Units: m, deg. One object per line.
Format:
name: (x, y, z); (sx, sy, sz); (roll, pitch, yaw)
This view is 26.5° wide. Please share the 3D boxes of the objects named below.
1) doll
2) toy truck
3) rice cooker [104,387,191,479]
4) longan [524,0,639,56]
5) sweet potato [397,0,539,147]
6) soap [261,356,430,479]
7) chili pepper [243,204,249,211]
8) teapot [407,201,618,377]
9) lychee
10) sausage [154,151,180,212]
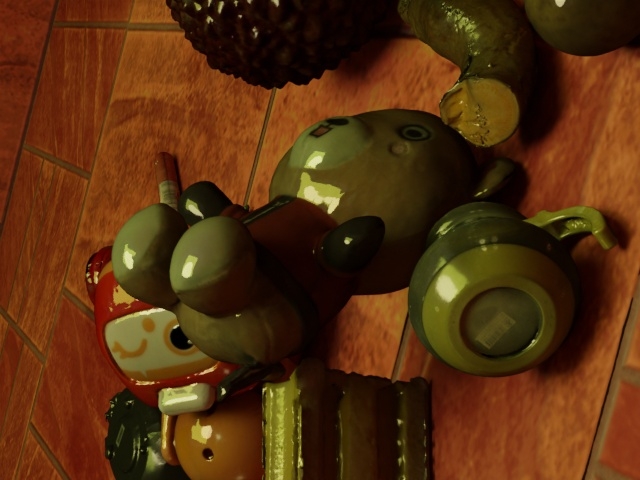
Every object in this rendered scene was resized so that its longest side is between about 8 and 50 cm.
doll: (0.000, 0.000, 1.140); (0.235, 0.330, 0.174); (4, 121, 55)
toy truck: (-0.117, 0.125, 1.390); (0.189, 0.265, 0.239); (-13, 58, 23)
rice cooker: (-0.182, 0.243, 1.613); (0.203, 0.118, 0.142); (47, 121, 58)
longan: (0.209, -0.192, 1.015); (0.119, 0.106, 0.106); (-37, 26, -6)
sweet potato: (0.119, -0.179, 1.198); (0.112, 0.085, 0.286); (-55, 30, 16)
soap: (0.022, 0.226, 1.154); (0.076, 0.135, 0.233); (-38, 45, 55)
chili pepper: (-0.110, -0.011, 1.698); (0.083, 0.027, 0.022); (-60, 36, 32)
teapot: (0.144, 0.026, 1.028); (0.165, 0.130, 0.119); (-33, 22, 14)
lychee: (-0.041, -0.298, 1.420); (0.300, 0.264, 0.264); (99, 165, -44)
sausage: (-0.214, -0.048, 1.938); (0.034, 0.034, 0.253); (-59, 29, 35)
